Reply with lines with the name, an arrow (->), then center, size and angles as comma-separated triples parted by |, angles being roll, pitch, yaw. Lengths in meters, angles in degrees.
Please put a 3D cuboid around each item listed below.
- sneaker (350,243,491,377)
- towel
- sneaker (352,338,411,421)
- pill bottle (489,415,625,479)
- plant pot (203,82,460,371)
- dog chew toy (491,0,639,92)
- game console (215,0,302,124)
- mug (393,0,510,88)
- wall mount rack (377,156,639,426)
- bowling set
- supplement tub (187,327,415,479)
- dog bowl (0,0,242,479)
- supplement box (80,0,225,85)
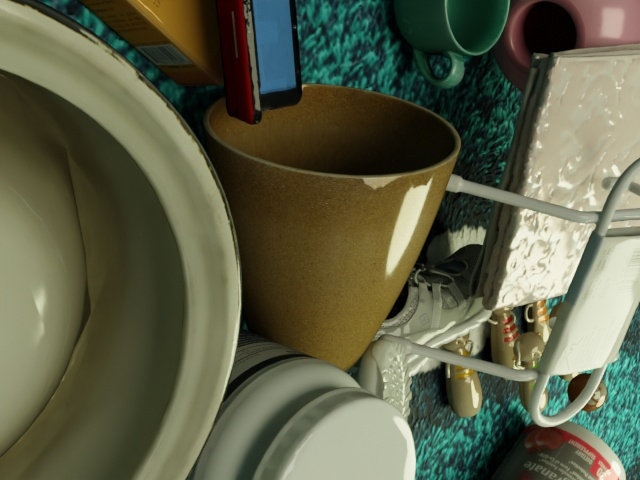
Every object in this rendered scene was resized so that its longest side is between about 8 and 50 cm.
sneaker -> 0.137, 0.071, 0.989 | 0.281, 0.105, 0.115 | -37, 118, -36
towel -> 0.342, -0.082, 0.979 | 0.317, 0.053, 0.332 | -10, 122, -32
sneaker -> 0.049, 0.203, 0.897 | 0.090, 0.095, 0.235 | -45, 145, -44
pill bottle -> 0.326, 0.445, 1.210 | 0.318, 0.176, 0.176 | -45, 127, -28
plant pot -> 0.000, 0.000, 0.777 | 0.237, 0.237, 0.254 | -22, 130, -40
dog chew toy -> 0.374, -0.313, 1.078 | 0.332, 0.206, 0.207 | -31, 120, -45
game console -> -0.042, -0.180, 0.663 | 0.085, 0.124, 0.144 | -10, 107, -17
mug -> 0.141, -0.275, 0.917 | 0.158, 0.097, 0.129 | -56, 132, -19
wall mount rack -> 0.243, 0.044, 0.867 | 0.304, 0.130, 0.350 | -3, 118, -32
bowling set -> 0.326, 0.150, 1.136 | 0.287, 0.200, 0.154 | -33, 120, -40
supplement tub -> -0.073, 0.179, 0.687 | 0.191, 0.272, 0.191 | -13, 109, -42
dog bowl -> -0.249, 0.056, 0.421 | 0.408, 0.150, 0.408 | -20, 122, -36
supplement box -> -0.160, -0.227, 0.646 | 0.233, 0.080, 0.078 | 41, 70, -44
